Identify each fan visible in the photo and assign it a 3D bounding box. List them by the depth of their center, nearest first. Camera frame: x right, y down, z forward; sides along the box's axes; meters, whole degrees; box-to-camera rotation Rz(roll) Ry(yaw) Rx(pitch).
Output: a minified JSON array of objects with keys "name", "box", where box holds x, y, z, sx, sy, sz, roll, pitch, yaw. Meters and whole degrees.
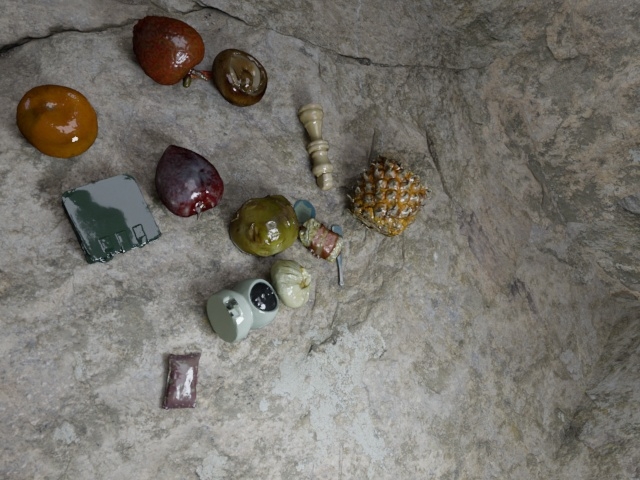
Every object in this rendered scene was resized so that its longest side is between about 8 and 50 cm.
[{"name":"fan","box":[-0.081,-0.103,2.016,0.113,0.005,0.175,40,55,-17]},{"name":"fan","box":[0.078,0.066,2.058,0.057,0.023,0.282,11,67,-33]}]

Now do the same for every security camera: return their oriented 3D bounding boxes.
[{"name":"security camera","box":[-0.263,0.239,1.670,0.236,0.194,0.194,-20,86,-42]}]

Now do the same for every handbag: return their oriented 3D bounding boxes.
[{"name":"handbag","box":[-0.694,-0.072,1.548,0.247,0.079,0.260,-25,90,-37]}]

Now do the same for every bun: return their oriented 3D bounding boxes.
[{"name":"bun","box":[-0.101,0.157,1.789,0.222,0.127,0.222,57,11,-17]}]

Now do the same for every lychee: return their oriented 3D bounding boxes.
[{"name":"lychee","box":[-0.562,-0.710,1.760,0.300,0.255,0.255,51,48,-44]}]

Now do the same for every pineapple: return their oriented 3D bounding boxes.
[{"name":"pineapple","box":[0.298,-0.188,2.091,0.352,0.352,0.300,36,82,-19]}]

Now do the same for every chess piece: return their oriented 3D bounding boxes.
[{"name":"chess piece","box":[-0.008,-0.420,2.114,0.117,0.117,0.397,-6,80,-35]}]

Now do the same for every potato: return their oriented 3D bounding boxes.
[{"name":"potato","box":[-0.186,-0.070,1.820,0.300,0.196,0.246,-35,96,-39]}]

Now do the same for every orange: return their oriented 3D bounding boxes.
[{"name":"orange","box":[-0.843,-0.378,1.492,0.240,0.171,0.240,7,73,-24]}]

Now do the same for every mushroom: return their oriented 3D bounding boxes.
[{"name":"mushroom","box":[-0.342,-0.682,1.945,0.253,0.153,0.253,16,65,-39]}]

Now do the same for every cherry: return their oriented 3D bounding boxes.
[{"name":"cherry","box":[-0.476,-0.209,1.664,0.230,0.203,0.300,-23,80,-30]}]

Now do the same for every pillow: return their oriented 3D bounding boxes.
[{"name":"pillow","box":[-0.458,0.466,1.544,0.118,0.043,0.185,11,68,-33]}]

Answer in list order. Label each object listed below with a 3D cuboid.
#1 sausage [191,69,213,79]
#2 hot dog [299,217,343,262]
[{"name":"sausage","box":[-0.506,-0.684,1.909,0.129,0.034,0.034,-12,81,-36]},{"name":"hot dog","box":[0.000,0.000,1.984,0.213,0.103,0.146,38,78,-7]}]
